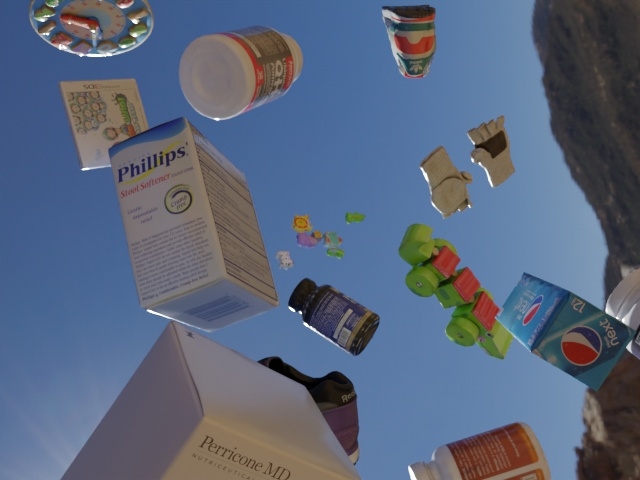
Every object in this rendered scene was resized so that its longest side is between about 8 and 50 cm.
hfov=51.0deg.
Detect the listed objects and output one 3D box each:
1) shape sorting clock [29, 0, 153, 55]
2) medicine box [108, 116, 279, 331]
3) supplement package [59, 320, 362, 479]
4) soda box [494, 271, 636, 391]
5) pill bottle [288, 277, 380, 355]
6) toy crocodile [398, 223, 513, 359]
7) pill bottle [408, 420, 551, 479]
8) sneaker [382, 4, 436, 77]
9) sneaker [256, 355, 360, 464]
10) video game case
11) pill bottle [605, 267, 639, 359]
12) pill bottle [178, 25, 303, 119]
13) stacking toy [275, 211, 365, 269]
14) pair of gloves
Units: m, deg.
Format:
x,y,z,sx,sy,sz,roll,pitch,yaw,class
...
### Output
x,y,z,sx,sy,sz,roll,pitch,yaw,class
-0.396,-0.384,1.170,0.206,0.206,0.040,20,-122,-56,shape sorting clock
-0.209,-0.016,1.151,0.263,0.149,0.289,45,-155,-69,medicine box
-0.134,0.260,0.621,0.177,0.175,0.293,32,-85,-27,supplement package
0.242,0.085,0.694,0.067,0.071,0.210,-59,-4,6,soda box
0.031,0.189,1.711,0.123,0.219,0.123,-50,-20,-26,pill bottle
0.274,0.101,1.332,0.340,0.105,0.115,49,-125,-12,toy crocodile
0.267,0.396,1.143,0.121,0.216,0.121,164,90,-87,pill bottle
0.098,-0.222,0.750,0.161,0.057,0.075,-83,-8,-69,sneaker
-0.088,0.196,0.837,0.107,0.283,0.124,-41,-48,-70,sneaker
-0.378,-0.211,1.201,0.143,0.019,0.157,-15,-92,-40,video game case
0.699,0.190,1.241,0.181,0.181,0.323,43,-177,-45,pill bottle
-0.162,-0.388,1.512,0.318,0.176,0.176,-43,-63,-58,pill bottle
0.000,0.000,1.789,0.221,0.167,0.052,-4,-128,-30,stacking toy
0.358,-0.168,1.596,0.042,0.240,0.204,49,170,49,pair of gloves
